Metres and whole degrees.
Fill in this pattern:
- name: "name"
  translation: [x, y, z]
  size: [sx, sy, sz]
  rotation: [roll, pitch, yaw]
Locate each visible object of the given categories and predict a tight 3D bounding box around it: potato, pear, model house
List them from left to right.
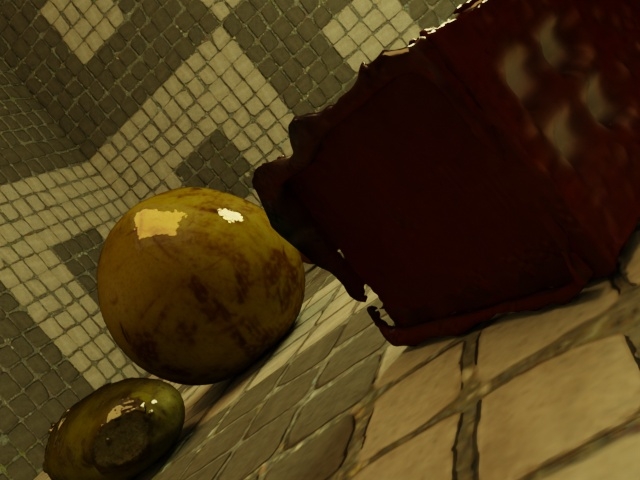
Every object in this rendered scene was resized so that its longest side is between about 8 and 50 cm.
- name: "potato"
  translation: [-0.247, 0.229, 0.783]
  size: [0.149, 0.113, 0.251]
  rotation: [-38, 0, -43]
- name: "pear"
  translation: [-0.165, 0.058, 0.906]
  size: [0.281, 0.280, 0.281]
  rotation: [-40, 3, 3]
- name: "model house"
  translation: [0.116, -0.073, 0.432]
  size: [0.254, 0.160, 0.196]
  rotation: [-39, 3, -32]

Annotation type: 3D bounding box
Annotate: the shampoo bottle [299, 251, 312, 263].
- name: "shampoo bottle"
  translation: [-0.002, -0.001, 1.457]
  size: [0.244, 0.085, 0.085]
  rotation: [-40, 3, 32]
